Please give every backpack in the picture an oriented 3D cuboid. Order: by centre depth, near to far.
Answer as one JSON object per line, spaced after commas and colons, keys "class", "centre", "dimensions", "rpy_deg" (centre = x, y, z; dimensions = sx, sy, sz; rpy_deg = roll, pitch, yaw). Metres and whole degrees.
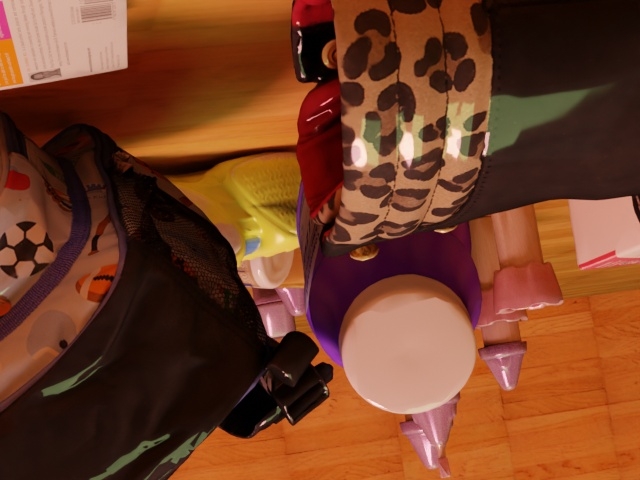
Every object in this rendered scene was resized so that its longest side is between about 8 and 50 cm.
{"class": "backpack", "centre": [-0.163, 0.057, 0.743], "dimensions": [0.276, 0.213, 0.263], "rpy_deg": [-41, -162, 6]}

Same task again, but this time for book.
{"class": "book", "centre": [-0.151, -0.086, 0.551], "dimensions": [0.144, 0.035, 0.096], "rpy_deg": [-8, 169, -10]}

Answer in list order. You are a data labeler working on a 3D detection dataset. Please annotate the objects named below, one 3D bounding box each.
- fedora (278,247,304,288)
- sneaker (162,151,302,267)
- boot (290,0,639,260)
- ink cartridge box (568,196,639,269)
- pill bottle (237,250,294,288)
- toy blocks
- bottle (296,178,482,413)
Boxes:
{"class": "fedora", "centre": [0.000, 0.000, 1.176], "dimensions": [0.194, 0.079, 0.194], "rpy_deg": [-9, 172, -1]}
{"class": "sneaker", "centre": [-0.114, -0.004, 0.978], "dimensions": [0.240, 0.091, 0.126], "rpy_deg": [-7, 173, -20]}
{"class": "boot", "centre": [0.130, -0.060, 0.655], "dimensions": [0.284, 0.138, 0.377], "rpy_deg": [-8, 172, -6]}
{"class": "ink cartridge box", "centre": [0.351, -0.045, 1.153], "dimensions": [0.237, 0.100, 0.172], "rpy_deg": [-6, 172, -10]}
{"class": "pill bottle", "centre": [-0.087, 0.002, 1.098], "dimensions": [0.120, 0.067, 0.067], "rpy_deg": [4, 178, 24]}
{"class": "toy blocks", "centre": [0.077, 0.108, 1.381], "dimensions": [0.308, 0.260, 0.288], "rpy_deg": [-9, 173, -1]}
{"class": "bottle", "centre": [0.036, 0.010, 0.787], "dimensions": [0.092, 0.118, 0.283], "rpy_deg": [8, -162, -5]}
